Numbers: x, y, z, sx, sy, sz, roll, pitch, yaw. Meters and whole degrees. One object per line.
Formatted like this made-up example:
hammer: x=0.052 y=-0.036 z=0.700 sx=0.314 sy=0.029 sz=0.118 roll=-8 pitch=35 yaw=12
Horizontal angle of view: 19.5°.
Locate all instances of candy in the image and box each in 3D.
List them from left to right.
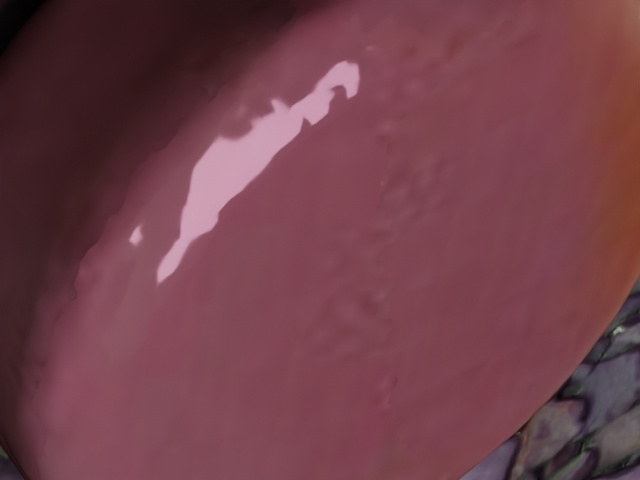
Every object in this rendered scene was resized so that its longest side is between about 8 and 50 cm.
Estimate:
candy: x=0.000 y=0.000 z=0.572 sx=0.255 sy=0.094 sz=0.255 roll=-27 pitch=142 yaw=-23
